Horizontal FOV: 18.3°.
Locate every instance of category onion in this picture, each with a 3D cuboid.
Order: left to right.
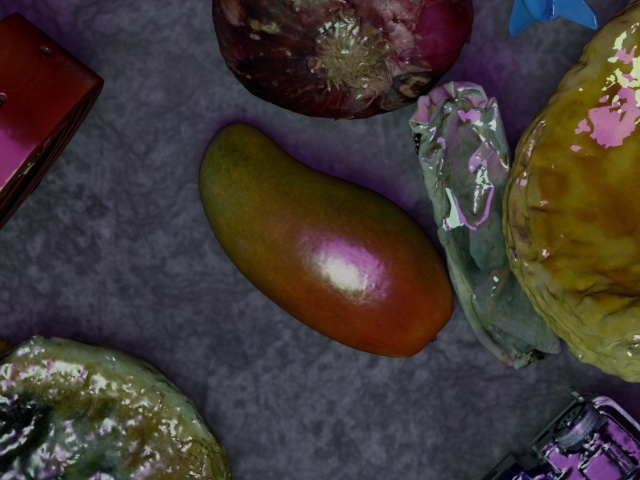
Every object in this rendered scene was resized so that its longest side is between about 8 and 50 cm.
[{"bbox_3d":[0.018,-0.226,1.870,0.246,0.190,0.246,-2,126,-3],"label":"onion"}]

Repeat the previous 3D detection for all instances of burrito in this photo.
[{"bbox_3d":[0.156,-0.008,1.903,0.096,0.066,0.309,-23,111,-10],"label":"burrito"}]

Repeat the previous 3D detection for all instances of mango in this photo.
[{"bbox_3d":[-0.001,0.005,1.927,0.289,0.129,0.146,29,97,6],"label":"mango"}]

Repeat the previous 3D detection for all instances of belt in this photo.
[{"bbox_3d":[-0.338,-0.058,1.872,0.115,0.227,0.324,40,107,0],"label":"belt"}]

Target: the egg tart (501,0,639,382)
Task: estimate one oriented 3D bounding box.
[{"bbox_3d":[0.341,-0.047,1.766,0.169,0.388,0.388,24,97,-44],"label":"egg tart"}]

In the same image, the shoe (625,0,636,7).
[{"bbox_3d":[0.467,-0.182,1.904,0.363,0.132,0.160,22,97,5],"label":"shoe"}]

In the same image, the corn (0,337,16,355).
[{"bbox_3d":[-0.393,0.103,1.961,0.231,0.080,0.080,23,95,-4],"label":"corn"}]

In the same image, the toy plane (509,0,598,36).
[{"bbox_3d":[0.185,-0.322,1.835,0.105,0.254,0.271,-27,106,-31],"label":"toy plane"}]

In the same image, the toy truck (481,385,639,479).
[{"bbox_3d":[0.206,0.266,1.937,0.268,0.155,0.124,-44,94,1],"label":"toy truck"}]

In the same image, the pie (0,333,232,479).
[{"bbox_3d":[-0.237,0.250,1.942,0.296,0.078,0.371,-45,107,3],"label":"pie"}]
